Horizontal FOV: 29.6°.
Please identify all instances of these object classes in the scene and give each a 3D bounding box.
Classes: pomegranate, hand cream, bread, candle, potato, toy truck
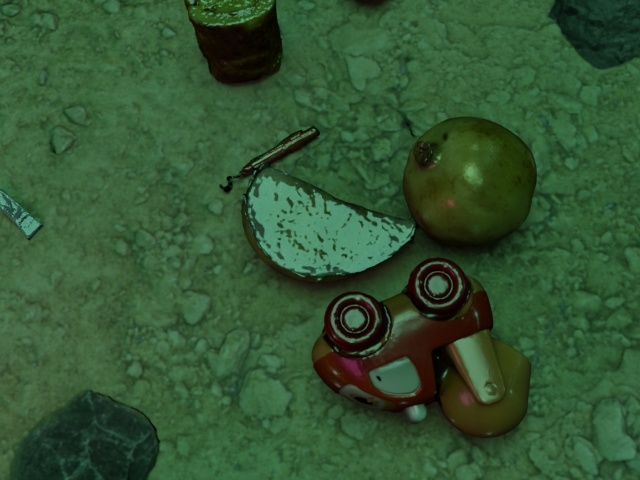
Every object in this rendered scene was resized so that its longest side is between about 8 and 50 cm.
[{"bbox_3d":[0.198,-0.085,1.663,0.196,0.196,0.196,-1,69,2],"label":"pomegranate"},{"bbox_3d":[-0.445,-0.042,1.758,0.093,0.019,0.030,42,77,14],"label":"hand cream"},{"bbox_3d":[-0.123,-0.306,1.765,0.131,0.172,0.103,-12,69,-1],"label":"bread"},{"bbox_3d":[-0.077,-0.121,1.774,0.167,0.021,0.026,-32,61,-9],"label":"candle"},{"bbox_3d":[0.000,0.000,1.684,0.243,0.098,0.138,22,75,2],"label":"potato"},{"bbox_3d":[0.132,0.163,1.572,0.264,0.189,0.239,-21,78,-6],"label":"toy truck"}]
